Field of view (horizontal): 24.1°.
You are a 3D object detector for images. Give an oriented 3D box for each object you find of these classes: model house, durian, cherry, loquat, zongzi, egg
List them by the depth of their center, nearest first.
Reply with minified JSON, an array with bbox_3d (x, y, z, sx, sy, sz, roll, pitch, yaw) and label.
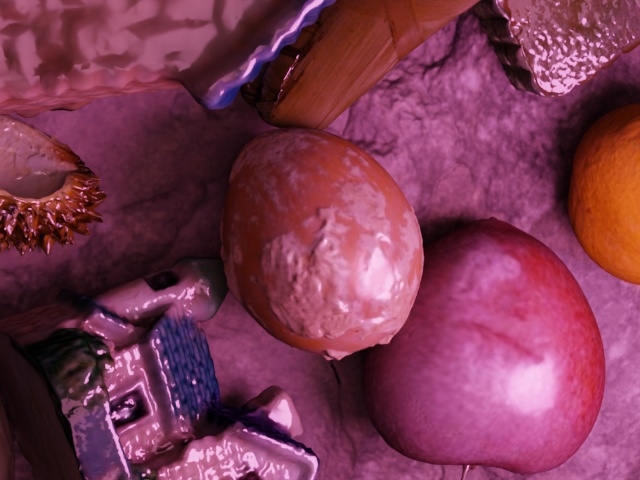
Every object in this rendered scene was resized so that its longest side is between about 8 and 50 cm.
[{"bbox_3d":[-0.127,-0.330,1.304,0.399,0.395,0.446,-4,93,3],"label":"model house"},{"bbox_3d":[0.066,-0.200,1.472,0.123,0.289,0.260,25,94,-43],"label":"zongzi"},{"bbox_3d":[-0.328,-0.071,1.489,0.252,0.144,0.139,23,72,-13],"label":"durian"},{"bbox_3d":[0.000,0.000,1.505,0.203,0.203,0.245,-25,87,-9],"label":"egg"},{"bbox_3d":[-0.155,0.181,1.515,0.284,0.243,0.298,-23,107,-28],"label":"model house"},{"bbox_3d":[0.179,0.122,1.600,0.261,0.221,0.308,9,80,-10],"label":"cherry"},{"bbox_3d":[0.368,-0.051,1.625,0.208,0.208,0.208,-3,101,-14],"label":"loquat"}]

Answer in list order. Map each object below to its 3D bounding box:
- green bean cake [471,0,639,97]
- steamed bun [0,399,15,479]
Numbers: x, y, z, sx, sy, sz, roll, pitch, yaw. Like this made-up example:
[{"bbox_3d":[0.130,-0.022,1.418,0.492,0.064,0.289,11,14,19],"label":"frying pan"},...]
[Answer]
[{"bbox_3d":[0.253,-0.264,1.605,0.173,0.094,0.181,-34,106,-7],"label":"green bean cake"},{"bbox_3d":[-0.481,0.191,1.413,0.333,0.233,0.312,-28,117,-25],"label":"steamed bun"}]
